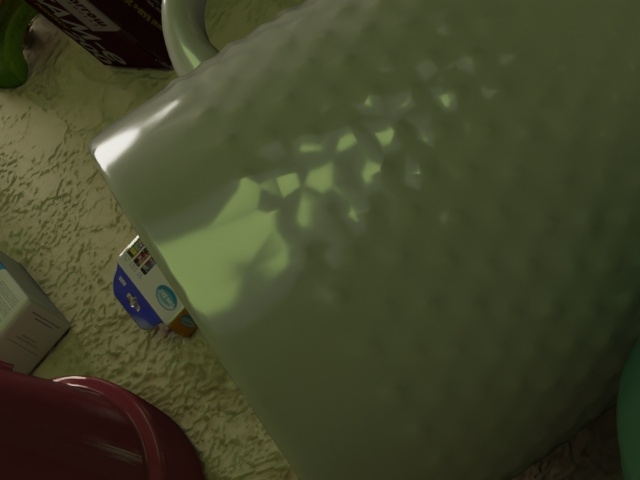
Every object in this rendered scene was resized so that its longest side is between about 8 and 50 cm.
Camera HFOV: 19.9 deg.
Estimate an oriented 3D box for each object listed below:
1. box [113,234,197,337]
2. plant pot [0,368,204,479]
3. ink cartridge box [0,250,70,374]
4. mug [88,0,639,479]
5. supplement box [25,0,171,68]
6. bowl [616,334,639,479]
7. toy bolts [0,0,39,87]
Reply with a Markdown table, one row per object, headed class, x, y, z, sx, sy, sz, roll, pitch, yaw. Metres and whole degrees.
| class | x | y | z | sx | sy | sz | roll | pitch | yaw |
| --- | --- | --- | --- | --- | --- | --- | --- | --- | --- |
| box | -0.083 | 0.003 | 1.261 | 0.136 | 0.028 | 0.081 | -48 | 49 | 7 |
| plant pot | -0.204 | 0.164 | 1.157 | 0.201 | 0.180 | 0.201 | -17 | 57 | 27 |
| ink cartridge box | -0.255 | 0.074 | 1.323 | 0.122 | 0.052 | 0.088 | -48 | 49 | 2 |
| mug | 0.061 | -0.065 | 0.997 | 0.328 | 0.276 | 0.374 | -33 | 69 | -3 |
| supplement box | -0.135 | -0.264 | 1.370 | 0.073 | 0.130 | 0.239 | 6 | 69 | 37 |
| bowl | 0.257 | 0.104 | 0.830 | 0.163 | 0.311 | 0.311 | -45 | 46 | 34 |
| toy bolts | -0.350 | -0.158 | 1.440 | 0.218 | 0.158 | 0.228 | 18 | 77 | 39 |
